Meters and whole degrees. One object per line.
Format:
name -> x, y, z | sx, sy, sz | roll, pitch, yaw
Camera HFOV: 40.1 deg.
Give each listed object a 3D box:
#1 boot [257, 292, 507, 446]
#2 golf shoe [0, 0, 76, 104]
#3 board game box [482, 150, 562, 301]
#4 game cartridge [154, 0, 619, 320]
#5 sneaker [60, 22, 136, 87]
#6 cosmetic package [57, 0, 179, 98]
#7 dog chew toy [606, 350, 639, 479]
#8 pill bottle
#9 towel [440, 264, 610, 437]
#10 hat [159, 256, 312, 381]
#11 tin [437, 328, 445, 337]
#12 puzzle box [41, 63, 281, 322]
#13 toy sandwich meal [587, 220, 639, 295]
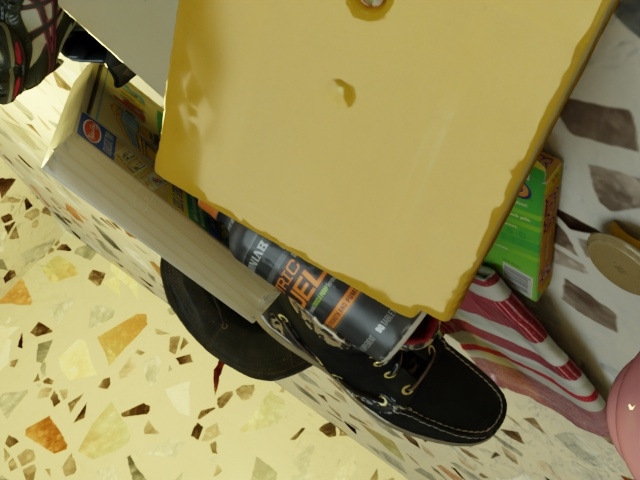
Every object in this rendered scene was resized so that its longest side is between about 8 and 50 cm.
boot -> 0.089, 0.124, 1.061 | 0.377, 0.138, 0.284 | 35, 164, 2
golf shoe -> -0.315, -0.275, 0.929 | 0.105, 0.120, 0.273 | 39, 131, 12
board game box -> 0.168, -0.035, 0.853 | 0.124, 0.039, 0.259 | 32, 164, 25
game cartridge -> 0.023, -0.115, 0.631 | 0.285, 0.052, 0.323 | 30, 133, 12
sneaker -> -0.302, -0.293, 1.072 | 0.300, 0.121, 0.111 | 33, 162, 24
cosmetic package -> -0.055, -0.172, 0.746 | 0.309, 0.113, 0.160 | 42, 133, 2
dog chew toy -> 0.333, 0.145, 0.694 | 0.207, 0.206, 0.332 | 40, 172, 2
pill bottle -> 0.000, 0.000, 0.868 | 0.246, 0.130, 0.130 | 36, 163, 4
towel -> 0.213, 0.118, 1.088 | 0.329, 0.037, 0.237 | 46, 166, -31
hat -> -0.087, 0.056, 1.407 | 0.331, 0.331, 0.134 | 36, -160, 17
tin -> 0.111, 0.071, 1.253 | 0.190, 0.040, 0.106 | 44, 167, -10
puzzle box -> -0.187, -0.082, 1.049 | 0.272, 0.052, 0.409 | 38, -169, -23
toy sandwich meal -> 0.274, 0.017, 0.769 | 0.085, 0.029, 0.085 | 41, 167, 12
